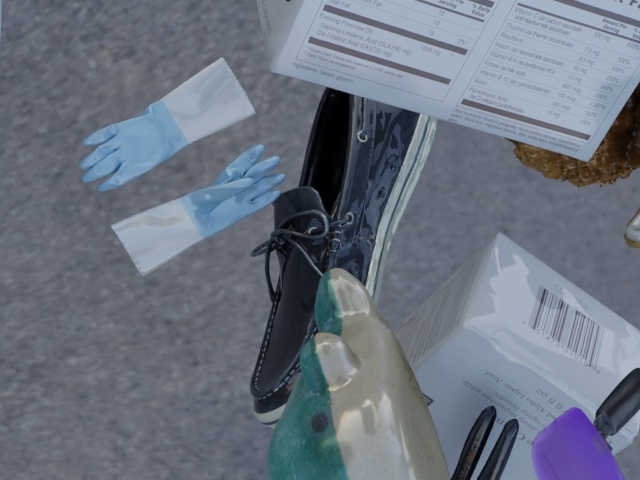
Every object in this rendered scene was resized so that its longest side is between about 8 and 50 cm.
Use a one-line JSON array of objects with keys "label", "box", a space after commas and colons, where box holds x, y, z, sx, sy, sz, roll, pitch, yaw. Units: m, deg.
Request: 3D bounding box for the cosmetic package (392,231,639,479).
[{"label": "cosmetic package", "box": [0.151, 0.193, 1.478, 0.217, 0.385, 0.156, 33, 43, -6]}]

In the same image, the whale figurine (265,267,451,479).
[{"label": "whale figurine", "box": [0.020, 0.156, 1.193, 0.216, 0.141, 0.272, 55, 18, -44]}]

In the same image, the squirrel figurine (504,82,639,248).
[{"label": "squirrel figurine", "box": [0.412, -0.150, 1.589, 0.281, 0.397, 0.370, 9, 86, -50]}]

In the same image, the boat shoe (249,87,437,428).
[{"label": "boat shoe", "box": [0.000, 0.000, 1.764, 0.156, 0.187, 0.500, 29, 71, -24]}]

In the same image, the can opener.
[{"label": "can opener", "box": [0.148, 0.241, 1.345, 0.059, 0.186, 0.073, 30, 29, 5]}]

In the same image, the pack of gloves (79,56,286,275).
[{"label": "pack of gloves", "box": [-0.170, -0.084, 1.691, 0.232, 0.046, 0.195, -30, 112, 2]}]

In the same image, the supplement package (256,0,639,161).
[{"label": "supplement package", "box": [0.072, -0.201, 0.802, 0.204, 0.145, 0.262, 13, 36, -21]}]

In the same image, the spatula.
[{"label": "spatula", "box": [0.241, 0.158, 1.154, 0.084, 0.030, 0.296, 59, 27, 3]}]
